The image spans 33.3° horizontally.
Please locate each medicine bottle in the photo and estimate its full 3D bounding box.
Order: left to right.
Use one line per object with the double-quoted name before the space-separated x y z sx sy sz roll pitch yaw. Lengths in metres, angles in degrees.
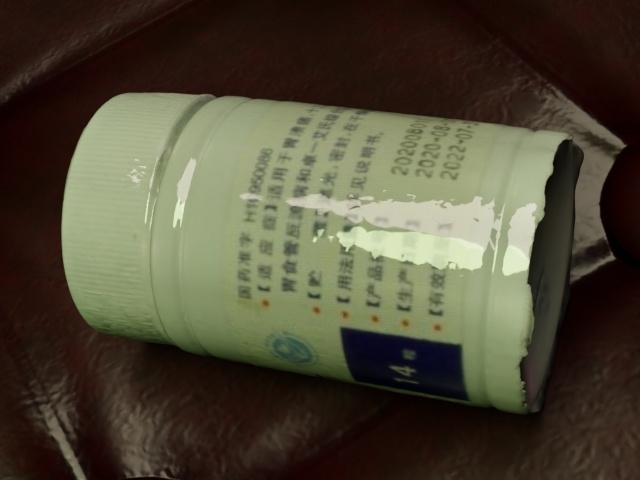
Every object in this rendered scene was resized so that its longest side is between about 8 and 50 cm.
"medicine bottle" 0.000 0.000 0.748 0.332 0.190 0.190 9 57 19
